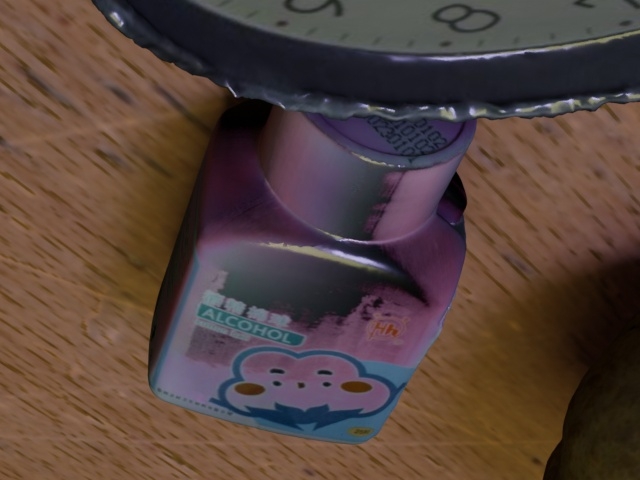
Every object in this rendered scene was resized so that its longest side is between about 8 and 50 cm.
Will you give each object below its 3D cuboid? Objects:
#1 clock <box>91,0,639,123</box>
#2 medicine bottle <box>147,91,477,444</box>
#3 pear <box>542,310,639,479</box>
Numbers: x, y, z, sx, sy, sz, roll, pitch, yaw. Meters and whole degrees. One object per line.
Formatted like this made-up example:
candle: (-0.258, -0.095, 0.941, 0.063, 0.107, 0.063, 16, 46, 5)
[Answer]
clock: (0.072, -0.120, 0.429, 0.313, 0.061, 0.312, -5, 162, -2)
medicine bottle: (0.000, 0.000, 0.633, 0.119, 0.094, 0.188, 14, 138, -9)
pear: (0.212, 0.114, 0.667, 0.211, 0.228, 0.188, 23, 177, 4)
